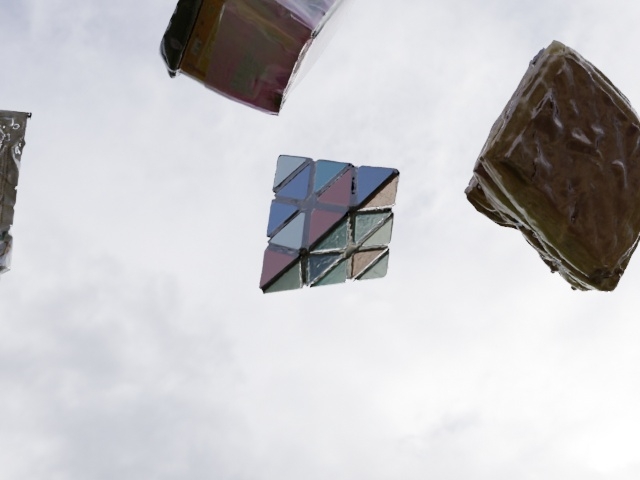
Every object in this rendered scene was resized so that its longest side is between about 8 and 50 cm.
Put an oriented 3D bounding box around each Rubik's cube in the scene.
[{"bbox_3d":[0.000,0.000,1.082,0.284,0.234,0.250,51,-28,-8],"label":"Rubik's cube"}]

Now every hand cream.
[{"bbox_3d":[-0.442,-0.051,0.946,0.084,0.050,0.257,0,-86,-50],"label":"hand cream"}]

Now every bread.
[{"bbox_3d":[0.375,-0.109,1.092,0.324,0.167,0.278,40,-108,-20],"label":"bread"}]

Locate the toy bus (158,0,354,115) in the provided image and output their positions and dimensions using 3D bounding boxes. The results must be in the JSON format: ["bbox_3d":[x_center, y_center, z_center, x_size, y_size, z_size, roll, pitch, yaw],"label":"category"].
[{"bbox_3d":[-0.043,-0.325,0.911,0.162,0.386,0.171,33,-45,-8],"label":"toy bus"}]
